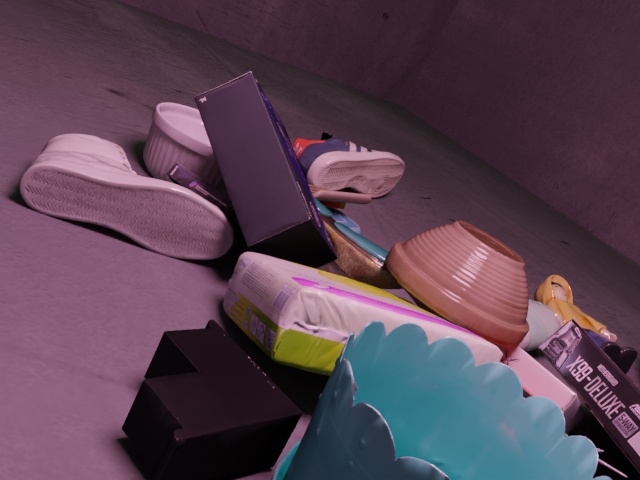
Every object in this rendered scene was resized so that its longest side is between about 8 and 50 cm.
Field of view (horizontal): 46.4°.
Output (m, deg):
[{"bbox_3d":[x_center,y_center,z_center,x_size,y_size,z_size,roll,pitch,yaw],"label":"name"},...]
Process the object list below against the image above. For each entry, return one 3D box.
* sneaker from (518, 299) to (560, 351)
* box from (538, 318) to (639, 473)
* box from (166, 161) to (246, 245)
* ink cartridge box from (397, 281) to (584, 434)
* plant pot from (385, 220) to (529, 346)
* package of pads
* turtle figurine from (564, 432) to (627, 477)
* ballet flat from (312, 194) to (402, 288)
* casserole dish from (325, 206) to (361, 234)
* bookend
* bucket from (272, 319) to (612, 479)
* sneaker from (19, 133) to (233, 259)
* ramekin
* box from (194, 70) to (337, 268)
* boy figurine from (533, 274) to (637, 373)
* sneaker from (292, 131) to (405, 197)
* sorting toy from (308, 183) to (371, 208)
[{"bbox_3d":[0.355,0.119,1.450,0.151,0.094,0.255,5,38,-37],"label":"sneaker"},{"bbox_3d":[0.480,0.284,1.106,0.242,0.076,0.307,42,11,-26],"label":"box"},{"bbox_3d":[-0.167,-0.053,1.164,0.116,0.029,0.162,33,-12,16],"label":"box"},{"bbox_3d":[0.256,0.162,1.114,0.275,0.060,0.239,41,-5,35],"label":"ink cartridge box"},{"bbox_3d":[0.223,0.045,1.112,0.237,0.109,0.237,28,14,-8],"label":"plant pot"},{"bbox_3d":[0.043,0.109,0.948,0.297,0.101,0.229,19,2,-25],"label":"package of pads"},{"bbox_3d":[0.227,0.266,0.853,0.234,0.118,0.175,16,-4,18],"label":"turtle figurine"},{"bbox_3d":[0.000,0.000,1.244,0.349,0.123,0.123,39,21,21],"label":"ballet flat"},{"bbox_3d":[0.008,-0.034,1.463,0.188,0.037,0.114,3,30,-50],"label":"casserole dish"},{"bbox_3d":[-0.130,0.153,0.717,0.156,0.072,0.157,39,22,33],"label":"bookend"},{"bbox_3d":[0.100,0.222,0.687,0.281,0.183,0.281,25,18,-9],"label":"bucket"},{"bbox_3d":[-0.265,-0.076,1.080,0.293,0.108,0.169,20,23,-19],"label":"sneaker"},{"bbox_3d":[-0.219,-0.153,1.345,0.207,0.109,0.207,25,18,-9],"label":"ramekin"},{"bbox_3d":[-0.079,-0.092,1.128,0.261,0.103,0.184,68,8,22],"label":"box"},{"bbox_3d":[0.548,0.178,1.581,0.177,0.092,0.285,18,24,-21],"label":"boy figurine"},{"bbox_3d":[0.068,-0.197,1.826,0.350,0.131,0.148,3,35,-51],"label":"sneaker"},{"bbox_3d":[-0.032,-0.093,1.486,0.208,0.038,0.193,13,7,35],"label":"sorting toy"}]
